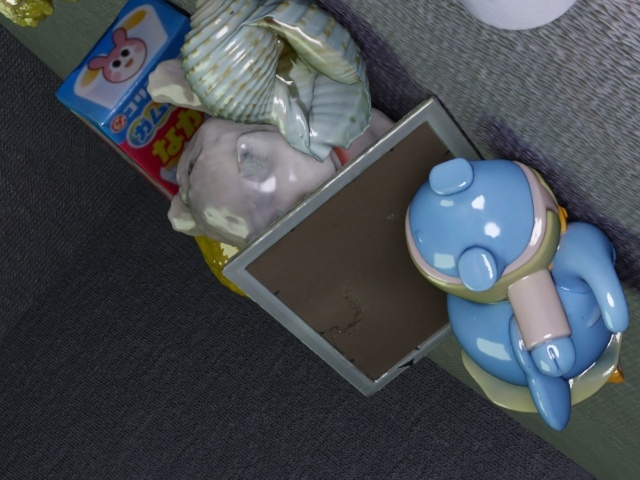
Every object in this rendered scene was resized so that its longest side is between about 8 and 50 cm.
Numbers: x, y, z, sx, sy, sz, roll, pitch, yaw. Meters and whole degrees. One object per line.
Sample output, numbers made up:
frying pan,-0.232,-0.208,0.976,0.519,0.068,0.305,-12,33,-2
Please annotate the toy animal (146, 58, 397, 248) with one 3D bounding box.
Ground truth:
toy animal,0.000,0.000,1.315,0.188,0.266,0.307,-126,32,-69

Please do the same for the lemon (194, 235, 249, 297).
lemon,-0.036,-0.039,1.499,0.192,0.192,0.231,44,-155,-47

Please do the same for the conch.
conch,-0.029,-0.140,1.161,0.153,0.102,0.135,26,150,-26

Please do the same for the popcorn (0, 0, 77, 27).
popcorn,-0.296,-0.297,1.604,0.145,0.126,0.125,-118,8,-61

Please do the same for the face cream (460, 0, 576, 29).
face cream,0.051,-0.166,0.623,0.084,0.057,0.198,35,172,38

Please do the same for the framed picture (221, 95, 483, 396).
framed picture,0.063,0.014,1.266,0.016,0.216,0.273,55,-175,39

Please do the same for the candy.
candy,-0.150,-0.133,1.738,0.100,0.157,0.306,34,172,39

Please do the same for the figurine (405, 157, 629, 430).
figurine,0.155,0.041,1.171,0.180,0.154,0.262,49,-176,30
